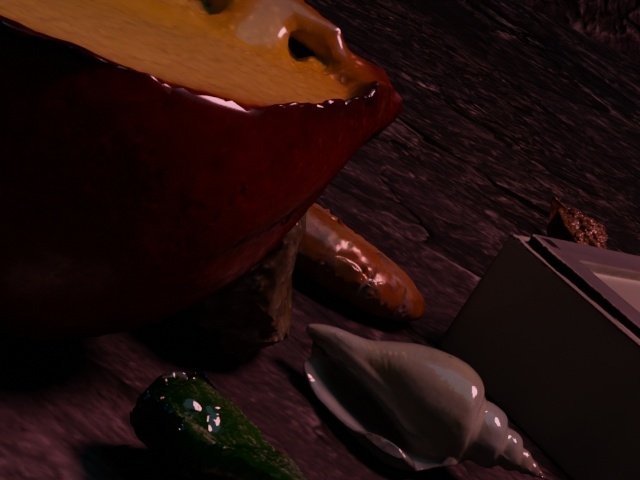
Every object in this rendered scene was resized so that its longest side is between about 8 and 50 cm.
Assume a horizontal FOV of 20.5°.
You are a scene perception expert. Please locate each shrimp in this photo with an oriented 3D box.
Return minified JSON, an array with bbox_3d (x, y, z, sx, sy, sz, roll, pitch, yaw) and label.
[{"bbox_3d":[-0.002,0.003,1.327,0.187,0.051,0.132,36,5,-10],"label":"shrimp"}]

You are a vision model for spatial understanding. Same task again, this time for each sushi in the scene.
[{"bbox_3d":[0.254,0.000,1.734,0.052,0.055,0.120,19,19,-17],"label":"sushi"}]

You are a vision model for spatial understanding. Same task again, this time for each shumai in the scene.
[{"bbox_3d":[-0.081,-0.018,1.113,0.142,0.184,0.184,6,21,-3],"label":"shumai"}]

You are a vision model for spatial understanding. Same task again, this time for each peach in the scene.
[{"bbox_3d":[-0.143,-0.060,0.972,0.362,0.201,0.257,12,25,-20],"label":"peach"}]

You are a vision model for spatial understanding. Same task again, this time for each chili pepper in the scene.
[{"bbox_3d":[-0.013,0.142,0.872,0.224,0.061,0.098,39,-10,33],"label":"chili pepper"}]

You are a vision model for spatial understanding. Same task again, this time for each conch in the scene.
[{"bbox_3d":[0.061,0.112,1.121,0.180,0.088,0.065,27,-26,8],"label":"conch"}]

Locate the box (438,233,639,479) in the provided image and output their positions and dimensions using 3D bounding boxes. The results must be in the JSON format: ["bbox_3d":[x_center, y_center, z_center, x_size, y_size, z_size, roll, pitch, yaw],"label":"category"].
[{"bbox_3d":[0.251,0.108,1.332,0.225,0.117,0.225,10,27,-48],"label":"box"}]
